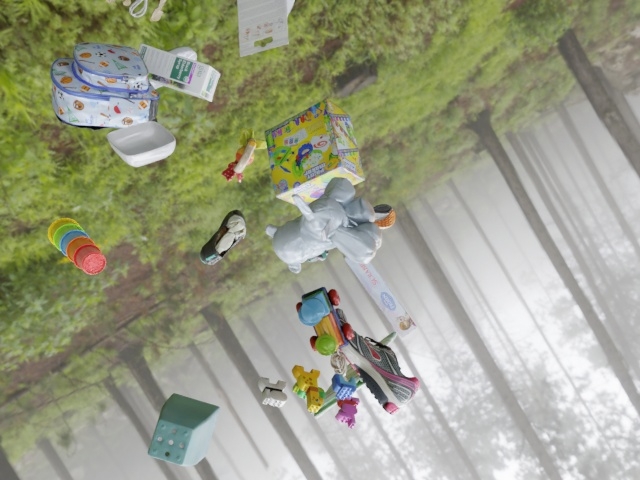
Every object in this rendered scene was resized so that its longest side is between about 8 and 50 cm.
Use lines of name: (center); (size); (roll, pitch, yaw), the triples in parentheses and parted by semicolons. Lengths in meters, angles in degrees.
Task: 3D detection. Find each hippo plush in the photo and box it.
hippo plush: (0.000, 0.000, 1.405); (0.236, 0.234, 0.294); (-38, 178, 34)

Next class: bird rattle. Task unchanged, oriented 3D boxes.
bird rattle: (-0.345, -0.370, 2.376); (0.253, 0.143, 0.207); (-54, -165, 1)

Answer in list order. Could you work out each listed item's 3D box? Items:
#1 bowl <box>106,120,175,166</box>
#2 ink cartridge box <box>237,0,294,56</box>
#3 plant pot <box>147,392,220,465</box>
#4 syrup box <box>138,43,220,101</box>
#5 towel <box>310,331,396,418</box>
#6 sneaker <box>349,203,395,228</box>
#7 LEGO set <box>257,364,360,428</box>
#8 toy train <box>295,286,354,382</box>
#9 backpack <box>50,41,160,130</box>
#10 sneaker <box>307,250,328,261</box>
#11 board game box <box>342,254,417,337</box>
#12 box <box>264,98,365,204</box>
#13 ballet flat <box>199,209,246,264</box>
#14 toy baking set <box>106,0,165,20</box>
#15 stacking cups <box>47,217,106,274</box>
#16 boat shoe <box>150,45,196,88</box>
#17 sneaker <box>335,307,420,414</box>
bowl: (-0.445, -0.237, 1.360); (0.142, 0.142, 0.053); (-27, 137, -29)
ink cartridge box: (-0.159, -0.663, 1.590); (0.181, 0.224, 0.056); (-3, -179, 31)
plant pot: (-0.426, 0.583, 1.644); (0.234, 0.166, 0.165); (93, 13, -83)
syrup box: (-0.437, -0.510, 1.651); (0.096, 0.237, 0.093); (-9, 119, -80)
towel: (0.114, 0.421, 1.717); (0.248, 0.038, 0.325); (-43, 174, 25)
sneaker: (0.105, -0.062, 1.769); (0.263, 0.099, 0.121); (0, 171, -19)
LEGO set: (-0.005, 0.318, 1.086); (0.093, 0.227, 0.087); (-99, -148, -53)
toy train: (0.023, 0.234, 1.233); (0.105, 0.248, 0.143); (-22, 178, 6)
backpack: (-0.592, -0.412, 1.480); (0.264, 0.276, 0.213); (-12, 131, -26)
sneaker: (-0.030, 0.071, 2.385); (0.098, 0.083, 0.224); (-37, 174, 12)
board game box: (0.195, 0.165, 1.867); (0.066, 0.318, 0.318); (-36, 180, 1)
box: (-0.026, -0.314, 2.004); (0.290, 0.279, 0.177); (-21, 159, 28)
ballet flat: (-0.316, -0.017, 1.901); (0.096, 0.095, 0.280); (-20, -150, 39)
toy baking set: (-0.527, -0.751, 1.613); (0.197, 0.030, 0.256); (-29, 169, 18)
stacking cups: (-0.696, 0.023, 1.544); (0.096, 0.096, 0.316); (-32, -146, -23)
boat shoe: (-0.587, -0.595, 1.875); (0.335, 0.119, 0.121); (-39, 159, -26)
sneaker: (0.127, 0.293, 1.386); (0.112, 0.299, 0.121); (-38, 162, -3)
